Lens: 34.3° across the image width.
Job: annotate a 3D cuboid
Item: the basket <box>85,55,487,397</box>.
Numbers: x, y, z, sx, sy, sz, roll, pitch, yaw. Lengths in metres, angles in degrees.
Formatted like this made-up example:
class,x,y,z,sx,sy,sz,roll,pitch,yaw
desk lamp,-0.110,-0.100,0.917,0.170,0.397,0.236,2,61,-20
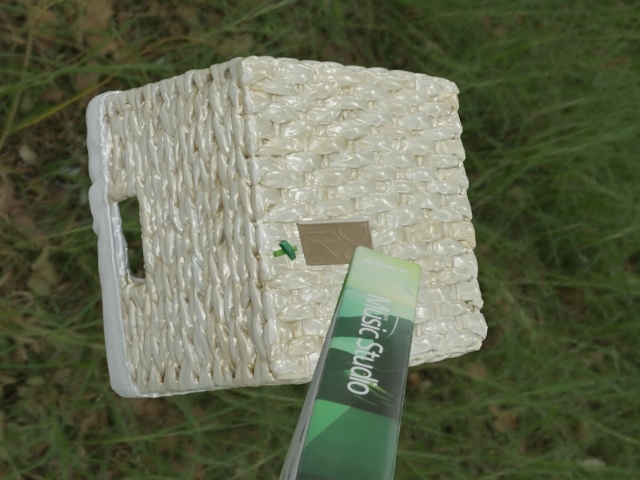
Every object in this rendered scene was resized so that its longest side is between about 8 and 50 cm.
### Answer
class,x,y,z,sx,sy,sz,roll,pitch,yaw
basket,-0.036,-0.013,1.097,0.331,0.266,0.328,-2,83,-42

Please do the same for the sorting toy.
class,x,y,z,sx,sy,sz,roll,pitch,yaw
sorting toy,0.000,0.000,0.819,0.062,0.083,0.012,76,15,-53

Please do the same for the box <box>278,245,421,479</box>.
class,x,y,z,sx,sy,sz,roll,pitch,yaw
box,-0.003,0.176,0.656,0.058,0.232,0.322,17,29,-1
